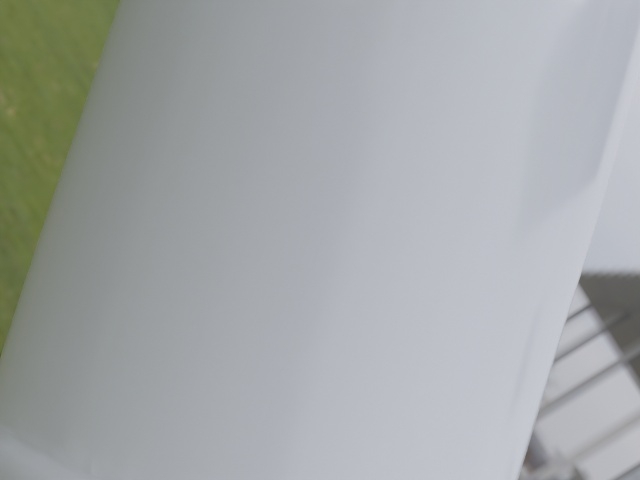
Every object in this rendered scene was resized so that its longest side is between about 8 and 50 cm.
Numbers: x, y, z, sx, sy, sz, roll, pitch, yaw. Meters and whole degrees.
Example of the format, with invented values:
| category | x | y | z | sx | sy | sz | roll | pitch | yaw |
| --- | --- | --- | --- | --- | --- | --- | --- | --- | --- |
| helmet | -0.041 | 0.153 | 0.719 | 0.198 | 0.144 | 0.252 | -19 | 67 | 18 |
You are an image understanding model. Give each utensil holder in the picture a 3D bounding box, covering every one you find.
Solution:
| category | x | y | z | sx | sy | sz | roll | pitch | yaw |
| --- | --- | --- | --- | --- | --- | --- | --- | --- | --- |
| utensil holder | 0.000 | 0.000 | 1.088 | 0.327 | 0.385 | 0.327 | 19 | 1 | 0 |
